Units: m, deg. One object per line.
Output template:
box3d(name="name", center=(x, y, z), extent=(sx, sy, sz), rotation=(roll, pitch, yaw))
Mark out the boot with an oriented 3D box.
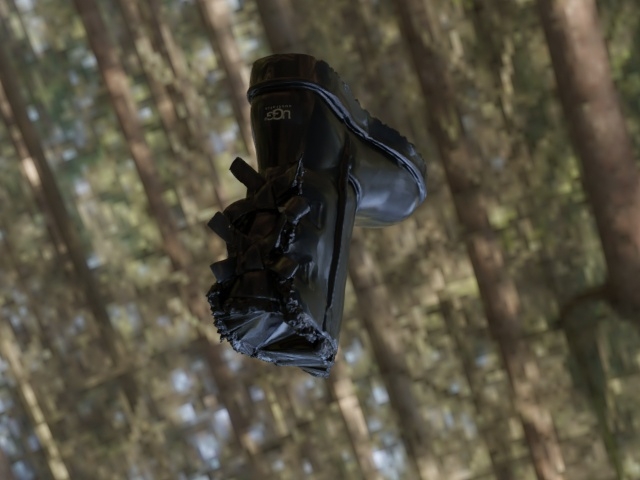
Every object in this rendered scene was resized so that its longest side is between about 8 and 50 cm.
box3d(name="boot", center=(0.001, 0.000, 0.705), extent=(0.045, 0.121, 0.099), rotation=(-4, -114, 23))
